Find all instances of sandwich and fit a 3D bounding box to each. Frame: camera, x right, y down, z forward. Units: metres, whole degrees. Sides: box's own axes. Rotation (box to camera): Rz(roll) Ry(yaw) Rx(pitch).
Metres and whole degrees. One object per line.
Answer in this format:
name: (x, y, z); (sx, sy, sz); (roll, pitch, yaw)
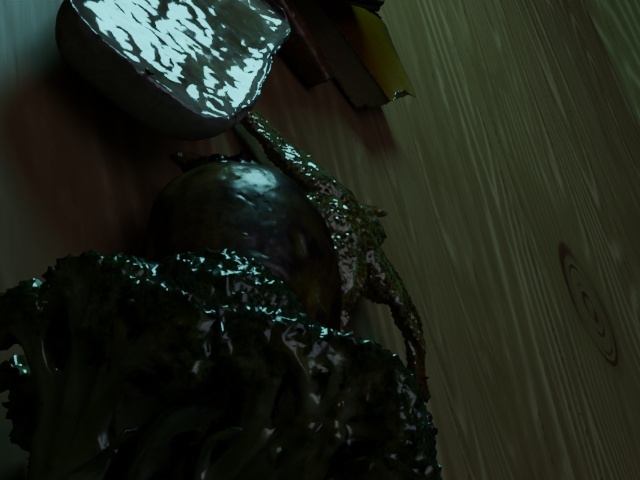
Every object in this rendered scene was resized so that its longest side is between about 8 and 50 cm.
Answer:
sandwich: (0.041, -0.236, 1.638); (0.193, 0.058, 0.162); (14, 50, -55)

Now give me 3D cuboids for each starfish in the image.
starfish: (0.001, -0.002, 1.286); (0.358, 0.078, 0.347); (29, 40, -47)

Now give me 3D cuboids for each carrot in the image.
carrot: (-0.041, -0.254, 1.522); (0.161, 0.055, 0.055); (59, 24, -15)

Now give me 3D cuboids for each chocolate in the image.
chocolate: (-0.140, -0.186, 1.201); (0.185, 0.100, 0.303); (41, 25, -11)

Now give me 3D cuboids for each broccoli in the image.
broccoli: (-0.076, 0.164, 0.750); (0.321, 0.304, 0.283); (36, 49, 7)

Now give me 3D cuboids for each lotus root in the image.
lotus root: (-0.060, 0.043, 1.028); (0.169, 0.141, 0.314); (33, 35, -35)

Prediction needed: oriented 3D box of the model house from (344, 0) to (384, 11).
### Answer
model house: (0.032, -0.449, 1.544); (0.218, 0.278, 0.205); (39, 20, 19)
